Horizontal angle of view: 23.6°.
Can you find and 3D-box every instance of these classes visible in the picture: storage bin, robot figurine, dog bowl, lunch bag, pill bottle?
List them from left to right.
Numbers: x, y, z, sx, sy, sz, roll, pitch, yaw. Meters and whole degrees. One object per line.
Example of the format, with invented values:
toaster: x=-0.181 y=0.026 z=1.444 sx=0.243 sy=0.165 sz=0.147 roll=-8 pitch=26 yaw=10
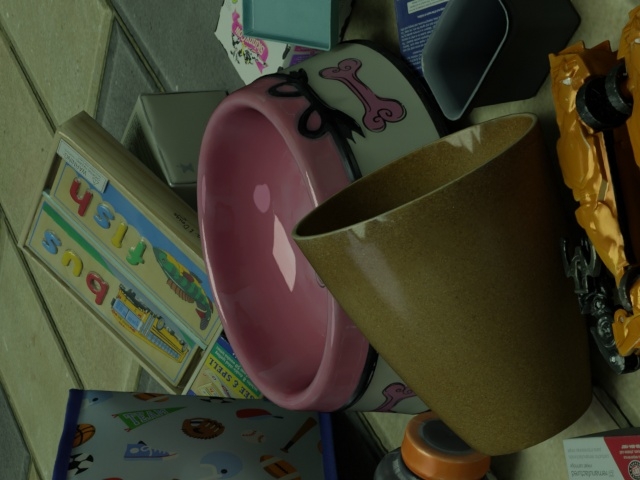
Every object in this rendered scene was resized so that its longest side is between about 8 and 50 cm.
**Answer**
lunch bag: x=-0.139 y=0.346 z=1.674 sx=0.385 sy=0.328 sz=0.239 roll=-102 pitch=14 yaw=-68
dog bowl: x=0.000 y=0.000 z=1.618 sx=0.408 sy=0.150 sz=0.408 roll=37 pitch=132 yaw=56
pill bottle: x=0.108 y=0.293 z=1.533 sx=0.130 sy=0.130 sz=0.246 roll=46 pitch=134 yaw=49
storage bin: x=0.162 y=-0.182 z=1.375 sx=0.098 sy=0.091 sz=0.135 roll=65 pitch=146 yaw=30
robot figurine: x=0.270 y=-0.035 z=1.211 sx=0.211 sy=0.085 sz=0.291 roll=-27 pitch=71 yaw=61

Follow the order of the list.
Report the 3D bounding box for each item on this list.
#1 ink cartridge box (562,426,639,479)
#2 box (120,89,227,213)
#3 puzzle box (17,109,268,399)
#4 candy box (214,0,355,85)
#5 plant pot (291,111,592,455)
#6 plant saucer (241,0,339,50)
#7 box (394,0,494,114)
ink cartridge box: x=0.278 y=0.244 z=1.265 sx=0.127 sy=0.072 sz=0.175 roll=-18 pitch=79 yaw=61
box: x=-0.192 y=-0.070 z=2.021 sx=0.232 sy=0.127 sz=0.148 roll=-58 pitch=47 yaw=49
puzzle box: x=-0.208 y=0.056 z=1.953 sx=0.409 sy=0.052 sz=0.272 roll=42 pitch=140 yaw=10
candy box: x=-0.042 y=-0.267 z=1.758 sx=0.165 sy=0.070 sz=0.196 roll=59 pitch=143 yaw=37
plant pot: x=0.137 y=0.051 z=1.352 sx=0.237 sy=0.237 sz=0.254 roll=-6 pitch=114 yaw=62
plant saucer: x=-0.033 y=-0.247 z=1.657 sx=0.192 sy=0.018 sz=0.067 roll=21 pitch=114 yaw=57
box: x=0.119 y=-0.237 z=1.499 sx=0.136 sy=0.036 sz=0.225 roll=-4 pitch=93 yaw=62
